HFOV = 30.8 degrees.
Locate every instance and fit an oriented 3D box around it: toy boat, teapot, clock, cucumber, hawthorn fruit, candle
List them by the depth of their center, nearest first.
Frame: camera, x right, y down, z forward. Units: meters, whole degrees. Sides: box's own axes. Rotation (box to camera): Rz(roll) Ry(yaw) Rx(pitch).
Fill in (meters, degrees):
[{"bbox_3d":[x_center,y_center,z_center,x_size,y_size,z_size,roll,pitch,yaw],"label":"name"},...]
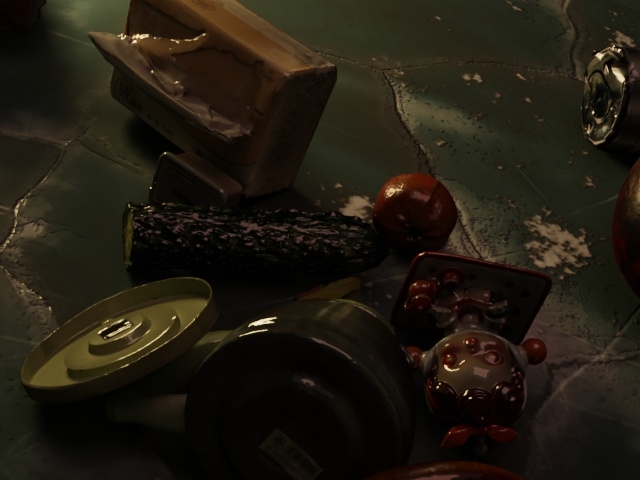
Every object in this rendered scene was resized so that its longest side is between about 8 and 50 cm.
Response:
[{"bbox_3d":[-0.035,0.185,1.301,0.240,0.321,0.239,60,24,-8],"label":"teapot"},{"bbox_3d":[-0.226,0.109,1.308,0.234,0.029,0.235,-20,18,7],"label":"clock"},{"bbox_3d":[0.007,0.086,1.513,0.066,0.065,0.172,15,26,38],"label":"toy boat"},{"bbox_3d":[-0.080,-0.002,1.544,0.359,0.096,0.096,1,41,-15],"label":"cucumber"},{"bbox_3d":[0.135,-0.041,1.677,0.128,0.128,0.128,10,38,-8],"label":"hawthorn fruit"},{"bbox_3d":[0.624,-0.228,2.036,0.330,0.187,0.187,8,39,-14],"label":"candle"}]

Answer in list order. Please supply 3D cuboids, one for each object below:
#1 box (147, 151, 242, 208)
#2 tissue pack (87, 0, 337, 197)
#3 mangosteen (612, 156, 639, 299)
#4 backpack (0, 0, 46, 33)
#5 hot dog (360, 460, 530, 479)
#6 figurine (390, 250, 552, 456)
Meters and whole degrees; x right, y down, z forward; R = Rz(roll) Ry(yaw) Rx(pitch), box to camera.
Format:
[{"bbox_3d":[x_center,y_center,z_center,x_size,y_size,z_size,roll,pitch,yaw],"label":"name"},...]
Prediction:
[{"bbox_3d":[-0.171,-0.065,1.612,0.122,0.089,0.062,35,31,21],"label":"box"},{"bbox_3d":[-0.171,-0.224,1.678,0.305,0.239,0.238,37,42,23],"label":"tissue pack"},{"bbox_3d":[0.578,-0.002,1.698,0.306,0.359,0.306,-3,65,6],"label":"mangosteen"},{"bbox_3d":[-0.568,-0.477,1.873,0.283,0.197,0.317,13,38,-15],"label":"backpack"},{"bbox_3d":[0.130,0.340,1.117,0.405,0.223,0.185,3,37,-19],"label":"hot dog"},{"bbox_3d":[0.185,0.159,1.433,0.183,0.160,0.226,11,46,-6],"label":"figurine"}]
